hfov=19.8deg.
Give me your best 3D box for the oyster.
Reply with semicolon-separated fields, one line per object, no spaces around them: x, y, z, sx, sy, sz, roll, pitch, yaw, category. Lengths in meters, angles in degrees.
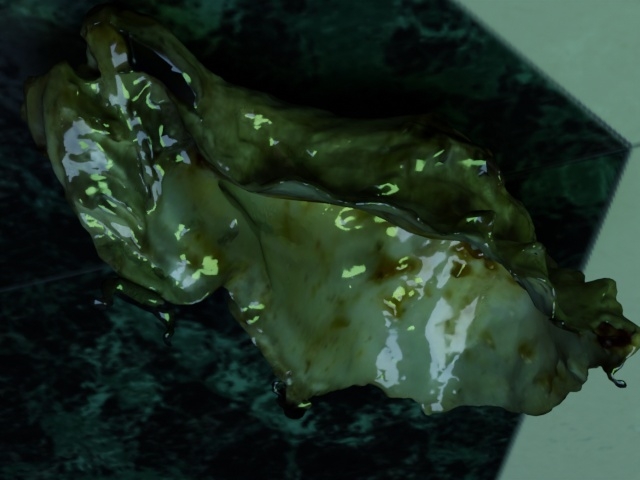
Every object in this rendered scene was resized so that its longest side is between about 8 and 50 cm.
-0.004;0.002;0.942;0.337;0.133;0.198;23;134;-21;oyster
